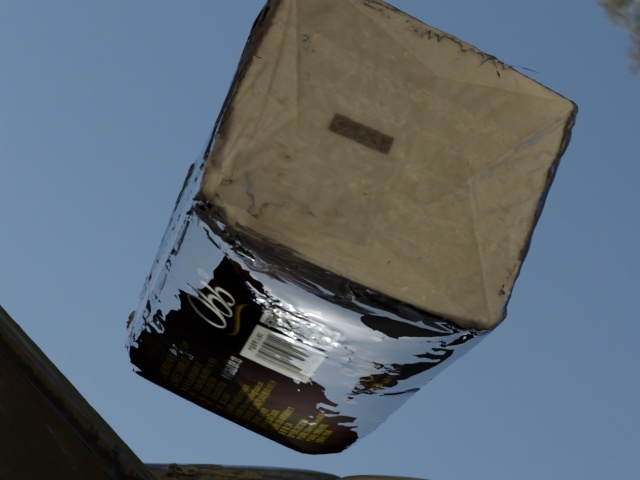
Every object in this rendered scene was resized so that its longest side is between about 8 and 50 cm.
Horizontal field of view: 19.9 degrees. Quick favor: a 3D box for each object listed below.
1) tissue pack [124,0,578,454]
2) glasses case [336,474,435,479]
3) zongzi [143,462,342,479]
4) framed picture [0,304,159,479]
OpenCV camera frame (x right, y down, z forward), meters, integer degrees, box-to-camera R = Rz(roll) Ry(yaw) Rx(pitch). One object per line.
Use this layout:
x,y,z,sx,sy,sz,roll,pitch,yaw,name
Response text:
0.000,0.000,1.202,0.210,0.370,0.198,28,-111,-4,tissue pack
0.051,0.169,1.223,0.083,0.032,0.021,3,-99,9,glasses case
-0.141,0.329,1.465,0.403,0.432,0.207,0,-69,-4,zongzi
-0.123,0.100,0.663,0.022,0.335,0.247,-34,-158,13,framed picture
